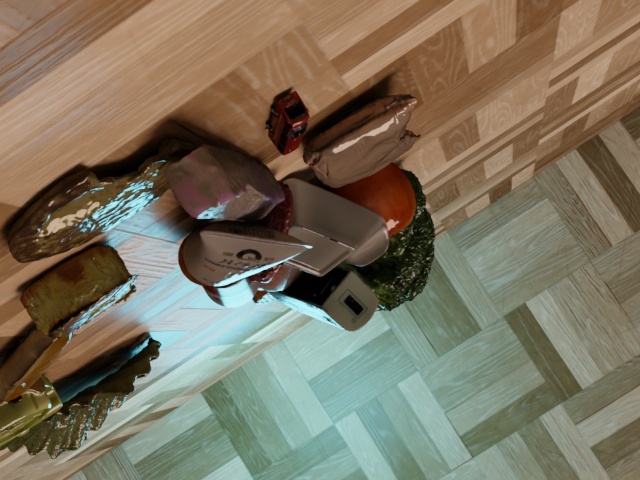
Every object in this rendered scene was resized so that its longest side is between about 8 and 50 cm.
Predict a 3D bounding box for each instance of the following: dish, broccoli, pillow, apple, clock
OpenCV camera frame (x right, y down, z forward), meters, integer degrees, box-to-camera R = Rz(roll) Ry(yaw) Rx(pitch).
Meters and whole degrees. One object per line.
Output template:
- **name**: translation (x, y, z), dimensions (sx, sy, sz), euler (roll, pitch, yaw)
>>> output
- **dish**: translation (0.000, 0.000, 1.736), dimensions (0.234, 0.064, 0.154), euler (21, 137, -33)
- **broccoli**: translation (0.092, 0.005, 2.098), dimensions (0.245, 0.265, 0.294), euler (15, 136, -29)
- **pillow**: translation (0.063, -0.138, 1.596), dimensions (0.173, 0.067, 0.270), euler (-27, 172, 4)
- **apple**: translation (0.075, -0.063, 1.846), dimensions (0.163, 0.139, 0.163), euler (-33, -174, 4)
- **clock**: translation (-0.526, 0.287, 1.862), dimensions (0.170, 0.069, 0.232), euler (-31, 171, -11)

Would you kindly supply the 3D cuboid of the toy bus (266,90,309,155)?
- **toy bus**: translation (-0.038, -0.136, 1.317), dimensions (0.031, 0.043, 0.110), euler (-30, 171, -14)

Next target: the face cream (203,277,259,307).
- **face cream**: translation (-0.148, 0.045, 1.768), dimensions (0.096, 0.096, 0.214), euler (-32, 171, -6)

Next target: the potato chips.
- **potato chips**: translation (-0.474, 0.331, 2.215), dimensions (0.373, 0.097, 0.389), euler (-28, 170, -25)

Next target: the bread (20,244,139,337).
- **bread**: translation (-0.302, 0.066, 1.422), dimensions (0.140, 0.069, 0.128), euler (-34, 173, -11)

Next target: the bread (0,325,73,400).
- **bread**: translation (-0.423, 0.169, 1.624), dimensions (0.073, 0.053, 0.214), euler (-29, 169, -50)

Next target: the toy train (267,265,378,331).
- **toy train**: translation (-0.014, 0.089, 2.007), dimensions (0.086, 0.088, 0.407), euler (-51, -162, -9)

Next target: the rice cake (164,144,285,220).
- **rice cake**: translation (-0.103, -0.061, 1.309), dimensions (0.064, 0.070, 0.399), euler (-33, 177, 6)

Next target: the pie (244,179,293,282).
- **pie**: translation (-0.079, -0.014, 1.600), dimensions (0.038, 0.153, 0.153), euler (8, 153, -22)

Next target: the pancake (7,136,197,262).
- **pancake**: translation (-0.232, -0.040, 1.206), dimensions (0.235, 0.029, 0.212), euler (-25, 169, -43)

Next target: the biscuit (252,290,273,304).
- **biscuit**: translation (-0.044, 0.066, 2.460), dimensions (0.254, 0.035, 0.254), euler (-32, 173, -5)

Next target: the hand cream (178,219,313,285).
- **hand cream**: translation (-0.113, 0.009, 1.488), dimensions (0.140, 0.089, 0.314), euler (7, 171, -14)

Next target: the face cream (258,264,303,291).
- **face cream**: translation (-0.078, 0.035, 1.946), dimensions (0.101, 0.101, 0.251), euler (-28, 171, -25)
